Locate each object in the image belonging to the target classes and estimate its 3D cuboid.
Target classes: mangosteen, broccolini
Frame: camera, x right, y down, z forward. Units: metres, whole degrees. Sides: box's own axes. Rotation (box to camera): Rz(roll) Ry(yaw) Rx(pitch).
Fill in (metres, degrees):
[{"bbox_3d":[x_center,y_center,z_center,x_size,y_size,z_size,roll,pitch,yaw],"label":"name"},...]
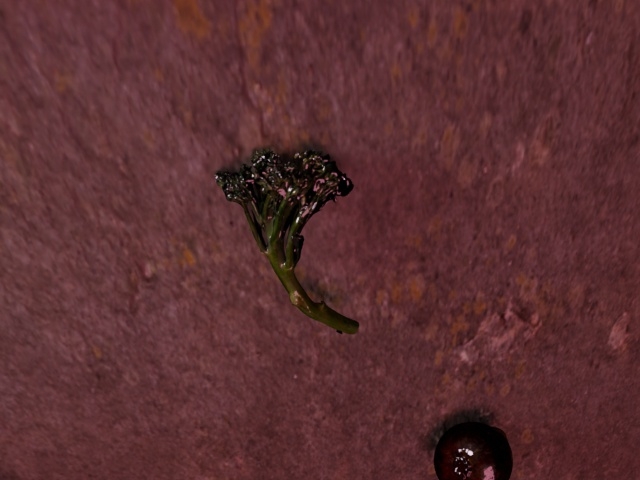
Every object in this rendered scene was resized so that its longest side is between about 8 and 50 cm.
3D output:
[{"bbox_3d":[0.256,0.356,1.060,0.140,0.140,0.140,-10,132,-11],"label":"mangosteen"},{"bbox_3d":[0.002,0.006,0.701,0.123,0.062,0.271,-17,129,16],"label":"broccolini"}]
